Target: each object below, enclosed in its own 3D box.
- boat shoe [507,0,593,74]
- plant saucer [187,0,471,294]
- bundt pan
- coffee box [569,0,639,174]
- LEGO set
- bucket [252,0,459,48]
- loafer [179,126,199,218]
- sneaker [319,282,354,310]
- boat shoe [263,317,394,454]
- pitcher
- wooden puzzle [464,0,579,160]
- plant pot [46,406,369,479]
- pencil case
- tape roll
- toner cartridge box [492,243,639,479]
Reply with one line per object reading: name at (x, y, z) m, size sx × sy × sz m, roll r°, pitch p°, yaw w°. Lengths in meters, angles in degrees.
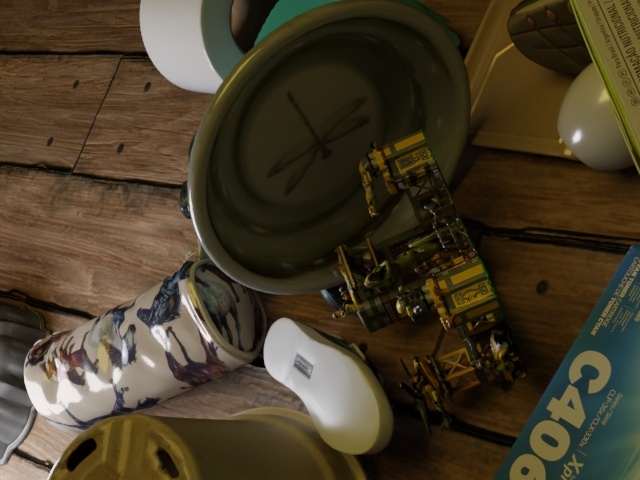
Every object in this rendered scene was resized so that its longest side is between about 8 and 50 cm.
boat shoe at (0.399, -0.297, 1.546) m, size 0.355 × 0.132 × 0.130 m, roll -10°, pitch 42°, yaw 25°
plant saucer at (-0.001, -0.125, 1.613) m, size 0.400 × 0.400 × 0.100 m, roll -53°, pitch 46°, yaw 7°
bundt pan at (-0.614, 0.245, 2.247) m, size 0.331 × 0.124 × 0.331 m, roll -24°, pitch 52°, yaw 35°
coffee box at (0.454, -0.095, 1.143) m, size 0.334 × 0.337 × 0.338 m, roll -24°, pitch 50°, yaw 14°
LEGO set at (0.095, 0.051, 1.536) m, size 0.192 × 0.255 × 0.331 m, roll -23°, pitch 56°, yaw 5°
bucket at (0.036, -0.243, 1.802) m, size 0.281 × 0.183 × 0.281 m, roll -38°, pitch 36°, yaw 35°
loafer at (-0.178, -0.113, 2.080) m, size 0.061 × 0.062 × 0.170 m, roll -2°, pitch 66°, yaw 20°
sneaker at (0.000, 0.000, 1.810) m, size 0.125 × 0.104 × 0.262 m, roll 104°, pitch 146°, yaw -54°
boat shoe at (0.031, 0.183, 1.628) m, size 0.301 × 0.102 × 0.108 m, roll 31°, pitch 105°, yaw 60°
pitcher at (0.387, -0.156, 1.478) m, size 0.178 × 0.125 × 0.207 m, roll 48°, pitch 121°, yaw 7°
wooden puzzle at (0.286, -0.211, 1.674) m, size 0.239 × 0.044 × 0.221 m, roll 15°, pitch 77°, yaw 44°
plant pot at (-0.145, 0.333, 1.506) m, size 0.334 × 0.305 × 0.334 m, roll -10°, pitch 69°, yaw 27°
pencil case at (-0.264, 0.153, 1.911) m, size 0.410 × 0.160 × 0.183 m, roll -27°, pitch 66°, yaw 33°
tape roll at (-0.137, -0.347, 2.030) m, size 0.169 × 0.246 × 0.246 m, roll 12°, pitch 75°, yaw 48°
toner cartridge box at (0.317, 0.189, 1.362) m, size 0.165 × 0.075 × 0.348 m, roll 29°, pitch 88°, yaw 48°
